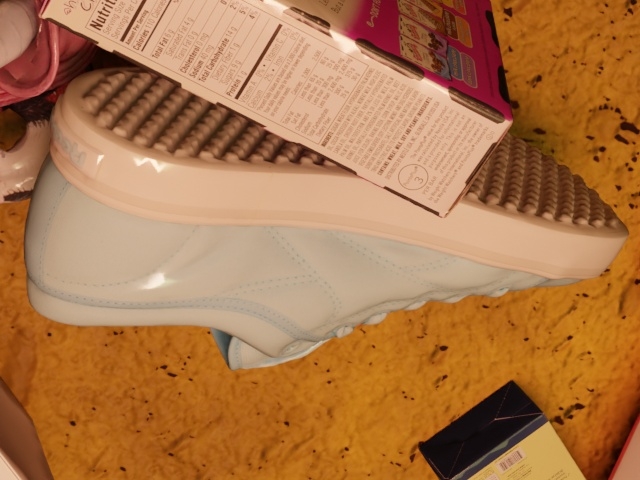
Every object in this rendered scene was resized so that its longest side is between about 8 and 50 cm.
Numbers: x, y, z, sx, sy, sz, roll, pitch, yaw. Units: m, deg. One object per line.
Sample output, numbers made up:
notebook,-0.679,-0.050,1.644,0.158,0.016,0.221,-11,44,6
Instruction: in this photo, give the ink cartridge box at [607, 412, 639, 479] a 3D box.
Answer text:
ink cartridge box,0.345,0.214,1.322,0.306,0.131,0.226,15,103,-31

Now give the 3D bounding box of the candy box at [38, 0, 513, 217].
candy box,-0.020,-0.121,0.983,0.233,0.159,0.071,27,116,-14

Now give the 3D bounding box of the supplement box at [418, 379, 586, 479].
supplement box,0.129,0.160,1.299,0.083,0.056,0.083,-35,117,-3

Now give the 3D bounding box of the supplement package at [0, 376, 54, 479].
supplement package,-0.272,0.150,1.088,0.203,0.194,0.149,-33,117,-3

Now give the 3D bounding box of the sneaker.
sneaker,0.000,0.000,1.053,0.366,0.135,0.150,8,123,-30

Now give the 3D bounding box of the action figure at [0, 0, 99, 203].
action figure,-0.232,-0.151,1.022,0.370,0.248,0.275,37,62,-31
